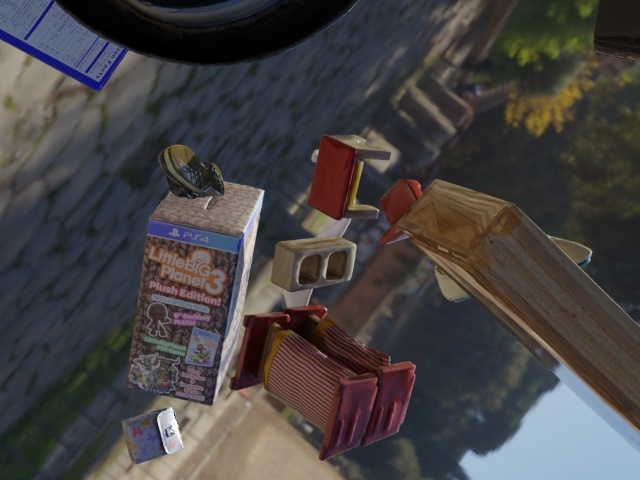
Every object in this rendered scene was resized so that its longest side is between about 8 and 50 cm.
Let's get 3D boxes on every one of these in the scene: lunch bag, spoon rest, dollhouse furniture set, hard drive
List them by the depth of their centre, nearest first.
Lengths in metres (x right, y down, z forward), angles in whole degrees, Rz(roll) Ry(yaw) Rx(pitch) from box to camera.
[{"bbox_3d":[0.025,0.067,1.443,0.152,0.201,0.374,-8,117,-44],"label":"dollhouse furniture set"},{"bbox_3d":[0.467,-0.365,1.474,0.054,0.172,0.254,9,99,-54],"label":"hard drive"},{"bbox_3d":[-0.261,0.303,1.712,0.083,0.071,0.053,-13,-178,-24],"label":"lunch bag"},{"bbox_3d":[0.000,0.000,1.729,0.137,0.084,0.276,-72,174,-74],"label":"spoon rest"}]

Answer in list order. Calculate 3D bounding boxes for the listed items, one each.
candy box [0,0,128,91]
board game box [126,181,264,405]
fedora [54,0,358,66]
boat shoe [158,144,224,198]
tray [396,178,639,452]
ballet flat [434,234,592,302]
[{"bbox_3d":[-0.411,-0.359,1.391,0.122,0.268,0.317,-48,142,12],"label":"candy box"},{"bbox_3d":[-0.197,0.072,1.742,0.232,0.141,0.291,-75,176,-69],"label":"board game box"},{"bbox_3d":[-0.077,-0.288,0.724,0.334,0.334,0.152,-53,180,3],"label":"fedora"},{"bbox_3d":[-0.161,-0.074,1.304,0.049,0.056,0.152,-19,164,14],"label":"boat shoe"},{"bbox_3d":[0.270,0.107,1.123,0.076,0.411,0.203,-50,-163,-2],"label":"tray"},{"bbox_3d":[0.279,0.030,1.637,0.248,0.086,0.086,-20,-162,33],"label":"ballet flat"}]
